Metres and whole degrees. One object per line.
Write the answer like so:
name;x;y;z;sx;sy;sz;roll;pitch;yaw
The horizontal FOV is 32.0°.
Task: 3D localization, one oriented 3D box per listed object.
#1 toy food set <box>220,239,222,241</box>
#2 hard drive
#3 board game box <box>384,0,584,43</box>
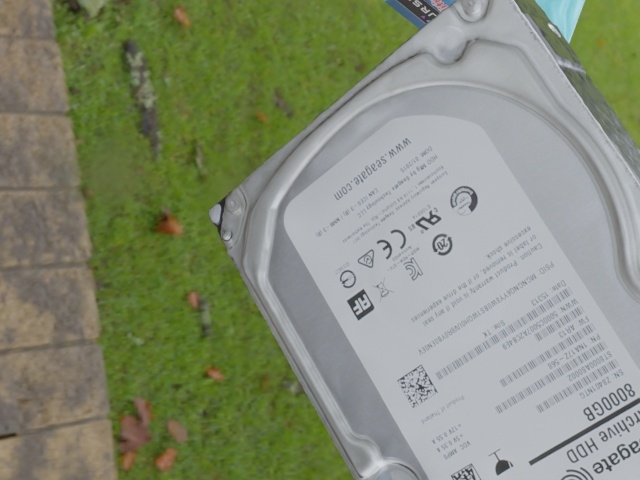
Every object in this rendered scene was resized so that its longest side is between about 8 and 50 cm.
toy food set;0.000;0.000;1.166;0.132;0.192;0.038;-25;129;-42
hard drive;0.103;0.056;0.620;0.064;0.237;0.339;-4;61;-60
board game box;0.186;-0.359;1.181;0.254;0.079;0.336;34;65;-21
